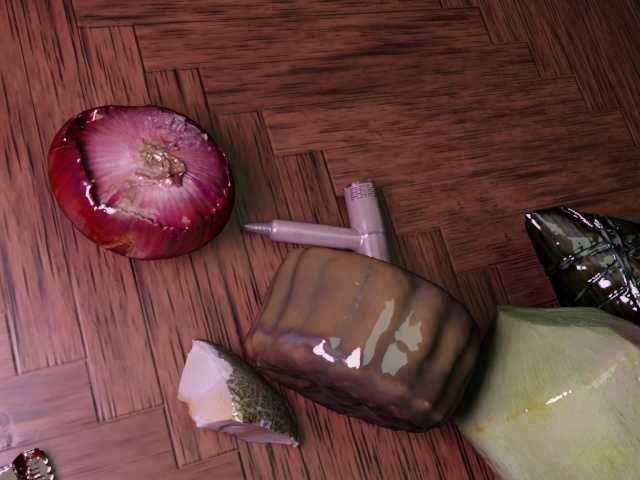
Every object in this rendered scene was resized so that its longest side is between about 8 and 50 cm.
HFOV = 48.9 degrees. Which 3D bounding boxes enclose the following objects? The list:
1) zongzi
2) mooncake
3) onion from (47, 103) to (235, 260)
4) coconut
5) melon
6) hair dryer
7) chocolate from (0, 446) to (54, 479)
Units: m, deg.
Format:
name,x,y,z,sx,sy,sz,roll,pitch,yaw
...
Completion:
name,x,y,z,sx,sy,sz,roll,pitch,yaw
zongzi,0.543,0.093,1.070,0.319,0.362,0.383,-4,70,-41
mooncake,0.053,0.137,0.904,0.290,0.290,0.161,28,70,-9
onion,-0.237,-0.077,0.940,0.248,0.161,0.248,10,69,-29
coconut,0.341,0.224,0.975,0.281,0.328,0.328,-36,87,-17
melon,-0.107,0.220,0.916,0.202,0.139,0.093,41,85,-6
hair dryer,-0.001,0.012,1.056,0.220,0.053,0.195,-5,74,-21
chocolate,-0.401,0.310,0.816,0.182,0.028,0.086,-22,88,-24
